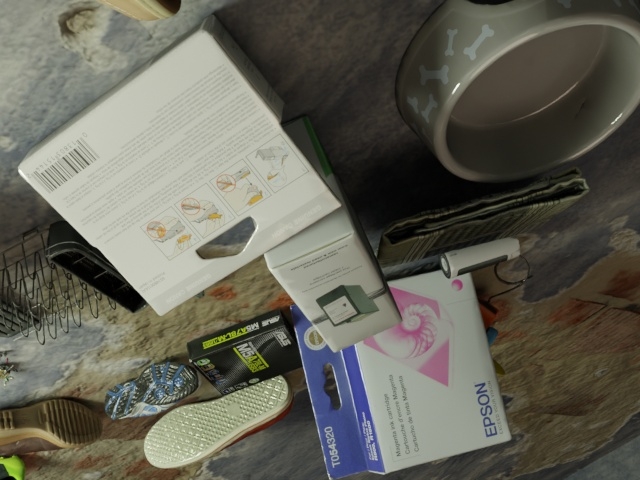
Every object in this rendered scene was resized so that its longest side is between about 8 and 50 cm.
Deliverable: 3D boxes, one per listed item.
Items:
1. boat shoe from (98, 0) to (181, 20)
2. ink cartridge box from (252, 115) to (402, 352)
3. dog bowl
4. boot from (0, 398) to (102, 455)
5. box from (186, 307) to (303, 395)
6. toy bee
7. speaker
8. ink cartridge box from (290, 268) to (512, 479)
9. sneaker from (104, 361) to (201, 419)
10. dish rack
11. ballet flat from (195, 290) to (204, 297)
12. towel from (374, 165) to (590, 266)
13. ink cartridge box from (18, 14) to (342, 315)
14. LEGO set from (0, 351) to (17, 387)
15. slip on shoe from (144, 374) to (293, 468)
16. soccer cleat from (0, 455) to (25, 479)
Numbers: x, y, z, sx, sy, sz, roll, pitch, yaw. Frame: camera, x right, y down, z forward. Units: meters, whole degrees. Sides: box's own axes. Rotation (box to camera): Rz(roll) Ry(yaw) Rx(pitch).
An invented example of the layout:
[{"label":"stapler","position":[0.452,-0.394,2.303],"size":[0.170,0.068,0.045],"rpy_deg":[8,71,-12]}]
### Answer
[{"label":"boat shoe","position":[-0.269,-0.294,0.764],"size":[0.110,0.121,0.341],"rpy_deg":[-32,135,27]},{"label":"ink cartridge box","position":[0.000,0.000,1.235],"size":[0.122,0.211,0.289],"rpy_deg":[-24,148,5]},{"label":"dog bowl","position":[0.280,-0.210,1.167],"size":[0.349,0.102,0.348],"rpy_deg":[-13,146,-9]},{"label":"boot","position":[-0.557,0.360,1.626],"size":[0.248,0.090,0.207],"rpy_deg":[15,146,-43]},{"label":"box","position":[-0.130,0.211,1.630],"size":[0.184,0.045,0.190],"rpy_deg":[-18,148,4]},{"label":"toy bee","position":[0.296,0.177,1.691],"size":[0.298,0.195,0.162],"rpy_deg":[-32,171,3]},{"label":"speaker","position":[0.279,0.022,1.543],"size":[0.136,0.055,0.055],"rpy_deg":[-17,147,-10]},{"label":"ink cartridge box","position":[0.142,0.232,1.554],"size":[0.330,0.324,0.071],"rpy_deg":[-13,176,-10]},{"label":"sneaker","position":[-0.298,0.274,1.614],"size":[0.211,0.080,0.081],"rpy_deg":[-20,159,28]},{"label":"dish rack","position":[-0.411,0.080,1.270],"size":[0.271,0.074,0.208],"rpy_deg":[-26,146,11]},{"label":"ballet flat","position":[-0.212,0.059,1.373],"size":[0.041,0.041,0.114],"rpy_deg":[-33,145,21]},{"label":"towel","position":[0.231,-0.030,1.365],"size":[0.312,0.056,0.324],"rpy_deg":[-14,172,-3]},{"label":"ink cartridge box","position":[-0.164,-0.079,1.060],"size":[0.296,0.066,0.261],"rpy_deg":[-31,115,19]},{"label":"LEGO set","position":[-0.530,0.210,1.454],"size":[0.054,0.023,0.083],"rpy_deg":[2,129,-33]},{"label":"slip on shoe","position":[-0.199,0.371,1.771],"size":[0.331,0.123,0.101],"rpy_deg":[-26,151,3]},{"label":"soccer cleat","position":[-0.665,0.462,1.702],"size":[0.179,0.072,0.060],"rpy_deg":[-2,144,-24]}]
